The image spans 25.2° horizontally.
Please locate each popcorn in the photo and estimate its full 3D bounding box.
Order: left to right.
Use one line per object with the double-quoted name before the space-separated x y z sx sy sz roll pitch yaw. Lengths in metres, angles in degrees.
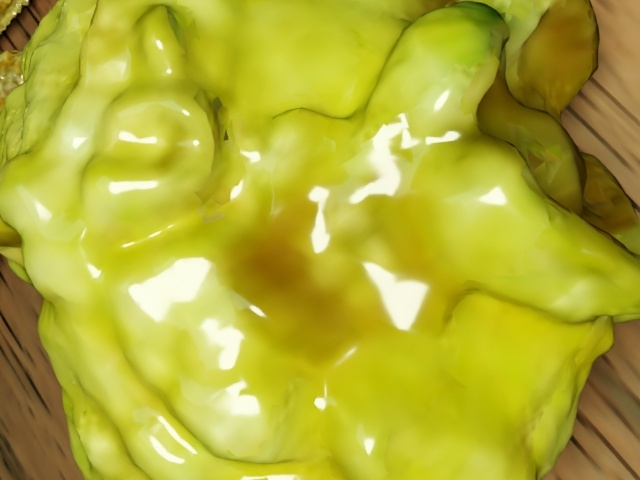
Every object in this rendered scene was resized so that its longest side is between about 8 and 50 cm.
"popcorn" 0.000 0.000 0.548 0.258 0.224 0.270 24 79 9

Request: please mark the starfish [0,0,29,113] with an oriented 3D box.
"starfish" -0.210 -0.065 0.812 0.302 0.060 0.299 -43 56 20
